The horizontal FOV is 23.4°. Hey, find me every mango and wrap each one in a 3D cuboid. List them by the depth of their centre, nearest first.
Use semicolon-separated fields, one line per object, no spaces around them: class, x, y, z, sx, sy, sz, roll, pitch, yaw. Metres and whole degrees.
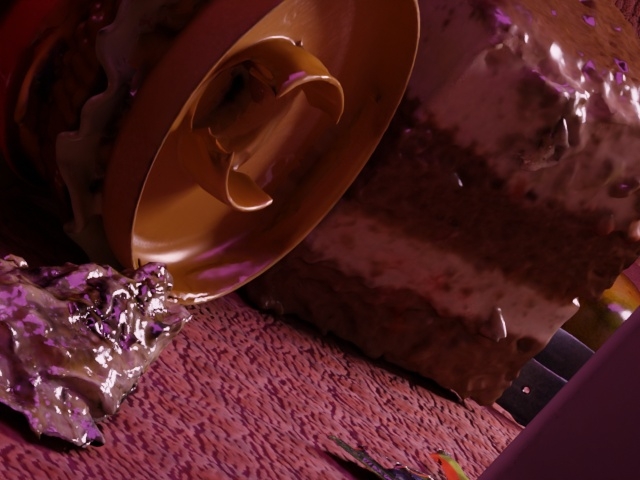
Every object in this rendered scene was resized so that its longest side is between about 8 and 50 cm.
mango;0.289;0.077;1.655;0.133;0.111;0.267;48;8;-2

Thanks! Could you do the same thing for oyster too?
oyster;-0.125;0.038;0.719;0.108;0.053;0.165;24;16;8

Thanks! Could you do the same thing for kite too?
kite;0.110;0.173;0.893;0.241;0.014;0.183;24;13;-28

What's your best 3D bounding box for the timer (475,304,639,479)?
timer;0.210;0.144;0.768;0.194;0.192;0.195;47;14;23

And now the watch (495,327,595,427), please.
watch;0.200;0.117;1.316;0.193;0.068;0.206;34;12;0

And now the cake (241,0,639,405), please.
cake;0.090;-0.077;1.157;0.255;0.290;0.282;23;31;-33

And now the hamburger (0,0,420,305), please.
hamburger;-0.093;-0.119;0.935;0.212;0.274;0.274;40;12;23
